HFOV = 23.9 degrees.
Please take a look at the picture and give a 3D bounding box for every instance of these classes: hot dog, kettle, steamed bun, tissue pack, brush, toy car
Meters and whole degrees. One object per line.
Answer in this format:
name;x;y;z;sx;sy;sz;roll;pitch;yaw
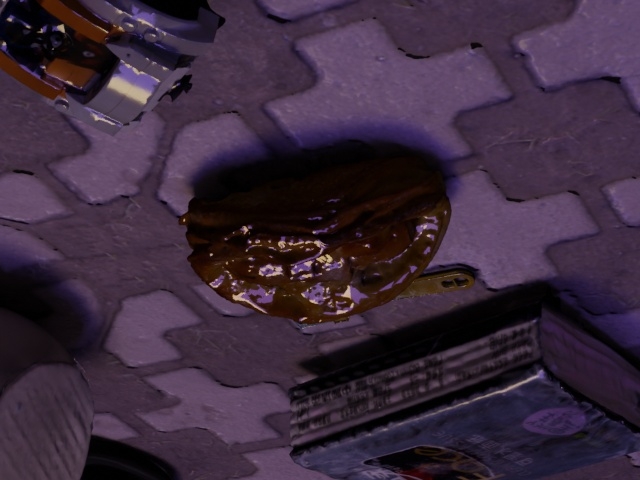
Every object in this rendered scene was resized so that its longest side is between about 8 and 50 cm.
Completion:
hot dog;-0.002;0.003;1.424;0.259;0.114;0.175;-11;146;23
kettle;-0.292;0.368;2.027;0.232;0.144;0.202;33;119;-33
steamed bun;-0.423;0.202;1.650;0.309;0.309;0.309;3;148;2
tissue pack;0.173;0.197;1.708;0.361;0.122;0.259;-23;142;33
brush;0.060;0.058;1.600;0.218;0.010;0.082;-10;145;21
toy car;-0.235;-0.187;1.155;0.301;0.118;0.193;22;146;-24
